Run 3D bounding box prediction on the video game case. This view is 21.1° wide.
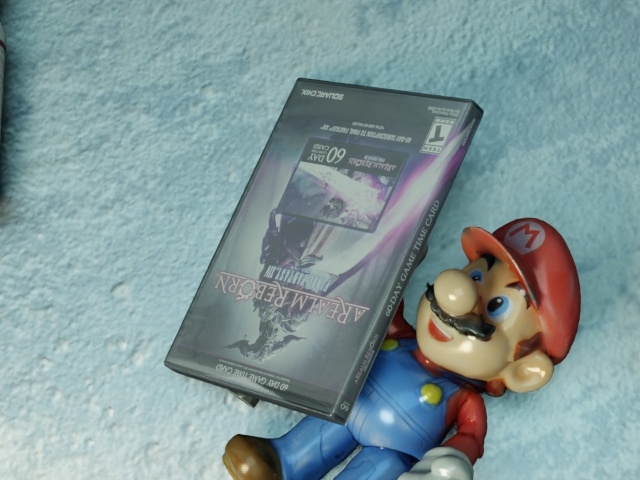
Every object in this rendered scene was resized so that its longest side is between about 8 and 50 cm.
[{"bbox_3d":[0.000,0.000,1.382,0.196,0.026,0.274,12,71,43],"label":"video game case"}]

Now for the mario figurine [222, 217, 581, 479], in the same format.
[{"bbox_3d":[0.065,0.097,1.343,0.320,0.170,0.198,-44,93,-2],"label":"mario figurine"}]

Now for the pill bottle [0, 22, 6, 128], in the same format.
[{"bbox_3d":[-0.327,-0.132,1.444,0.121,0.121,0.221,0,78,4],"label":"pill bottle"}]

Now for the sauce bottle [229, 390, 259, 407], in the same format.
[{"bbox_3d":[-0.029,0.079,1.420,0.042,0.042,0.128,32,80,9],"label":"sauce bottle"}]
